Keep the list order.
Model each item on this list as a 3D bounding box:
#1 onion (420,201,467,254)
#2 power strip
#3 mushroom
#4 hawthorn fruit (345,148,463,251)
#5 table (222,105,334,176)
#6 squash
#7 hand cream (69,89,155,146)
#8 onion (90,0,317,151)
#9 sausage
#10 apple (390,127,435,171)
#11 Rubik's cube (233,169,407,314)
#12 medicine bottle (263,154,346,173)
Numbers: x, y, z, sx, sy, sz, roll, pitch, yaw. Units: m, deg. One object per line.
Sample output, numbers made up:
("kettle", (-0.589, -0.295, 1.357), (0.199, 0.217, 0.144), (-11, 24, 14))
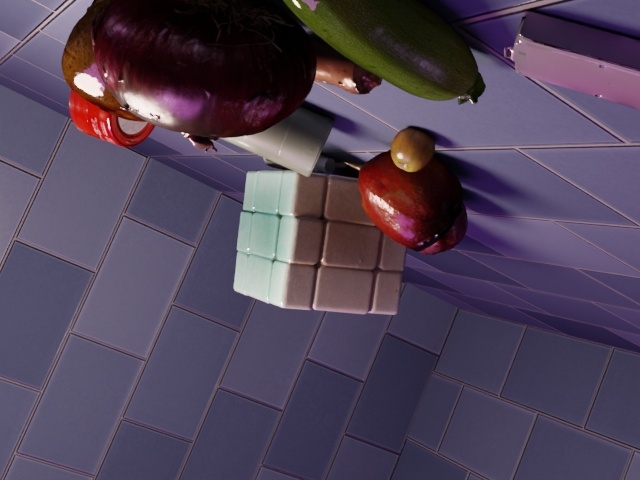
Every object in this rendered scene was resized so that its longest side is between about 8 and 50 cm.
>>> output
("onion", (0.240, -0.054, 1.905), (0.177, 0.153, 0.177), (40, 175, 4))
("power strip", (0.341, -0.184, 0.956), (0.279, 0.037, 0.109), (21, 173, 18))
("mushroom", (-0.297, -0.323, 1.422), (0.254, 0.267, 0.267), (57, 171, -3))
("hawthorn fruit", (0.162, -0.097, 1.723), (0.251, 0.189, 0.189), (35, 177, 15))
("table", (-0.096, -0.225, 1.729), (0.220, 0.126, 0.126), (23, 174, -3))
("squash", (0.064, -0.258, 1.017), (0.395, 0.107, 0.107), (27, 172, -39))
("hand cream", (-0.466, -0.317, 1.987), (0.125, 0.193, 0.193), (21, 173, 22))
("onion", (-0.166, -0.242, 1.210), (0.314, 0.232, 0.314), (13, -152, -7))
("sausage", (-0.012, -0.269, 1.326), (0.078, 0.078, 0.304), (29, 174, -42))
("apple", (0.167, -0.163, 1.575), (0.084, 0.071, 0.084), (22, 173, 3))
("Rubik's cube", (0.000, 0.000, 2.101), (0.319, 0.315, 0.322), (7, 180, -26))
("medicine bottle", (-0.039, -0.196, 2.123), (0.092, 0.061, 0.221), (-4, -166, -42))
